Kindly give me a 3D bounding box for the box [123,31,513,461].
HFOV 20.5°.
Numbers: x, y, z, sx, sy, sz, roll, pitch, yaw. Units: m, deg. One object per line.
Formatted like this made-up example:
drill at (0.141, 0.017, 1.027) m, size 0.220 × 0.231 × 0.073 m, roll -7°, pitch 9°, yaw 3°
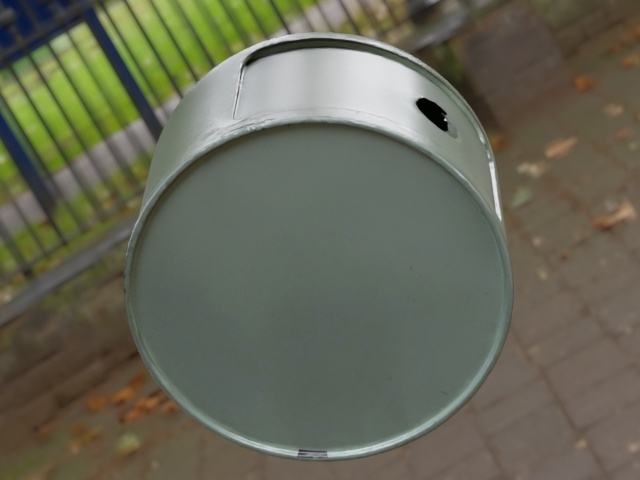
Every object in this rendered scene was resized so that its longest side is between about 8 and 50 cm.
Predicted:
box at (0.000, 0.000, 1.080) m, size 0.226 × 0.226 × 0.149 m, roll -28°, pitch 24°, yaw 15°
